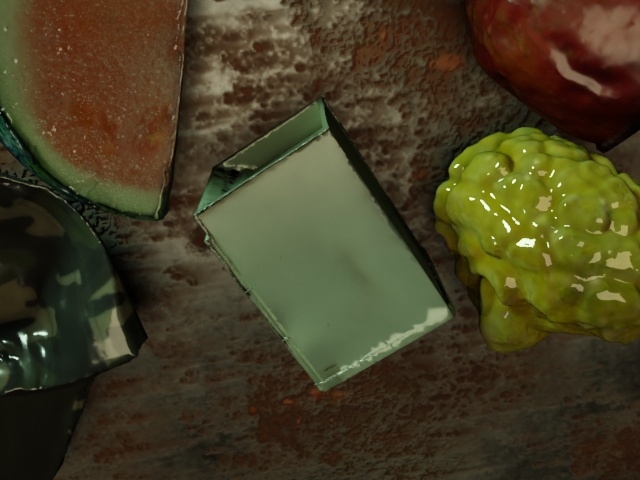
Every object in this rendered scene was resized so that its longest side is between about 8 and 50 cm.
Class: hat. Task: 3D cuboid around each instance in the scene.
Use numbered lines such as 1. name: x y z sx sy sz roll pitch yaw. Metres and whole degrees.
1. hat: -0.393 0.119 0.675 0.366 0.257 0.382 8 149 -27

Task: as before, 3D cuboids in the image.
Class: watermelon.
1. watermelon: -0.194 -0.151 0.562 0.226 0.148 0.318 -26 113 0

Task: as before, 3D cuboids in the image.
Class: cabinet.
1. cabinet: 0.000 0.000 0.622 0.150 0.145 0.206 -32 110 10

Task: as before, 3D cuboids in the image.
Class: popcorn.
1. popcorn: 0.206 0.013 0.609 0.226 0.200 0.203 31 108 -6

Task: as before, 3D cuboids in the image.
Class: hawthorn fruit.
1. hawthorn fruit: 0.207 -0.185 0.545 0.251 0.189 0.189 21 111 5
